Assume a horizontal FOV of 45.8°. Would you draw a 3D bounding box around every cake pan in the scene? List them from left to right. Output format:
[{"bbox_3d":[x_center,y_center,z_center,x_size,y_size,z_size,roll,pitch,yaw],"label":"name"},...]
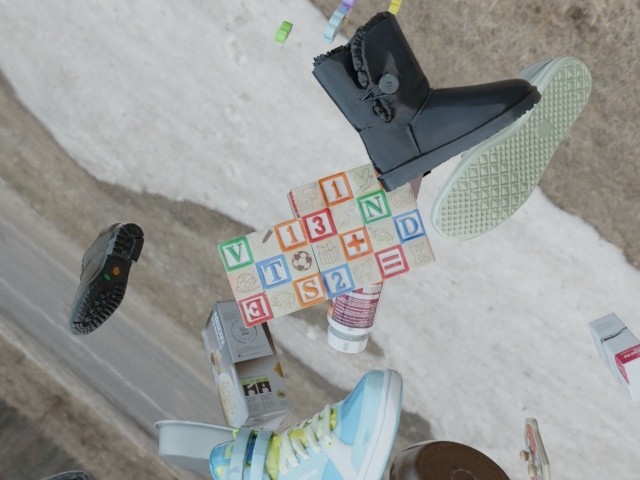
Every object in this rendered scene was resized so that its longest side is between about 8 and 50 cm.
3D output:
[{"bbox_3d":[-0.145,0.368,1.293,0.293,0.054,0.293,10,157,4],"label":"cake pan"}]

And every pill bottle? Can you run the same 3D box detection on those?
[{"bbox_3d":[0.084,0.153,1.842,0.121,0.121,0.221,24,114,28],"label":"pill bottle"}]

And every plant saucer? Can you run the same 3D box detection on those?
[{"bbox_3d":[0.194,0.341,1.047,0.198,0.198,0.036,29,120,21],"label":"plant saucer"}]

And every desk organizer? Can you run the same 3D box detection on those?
[{"bbox_3d":[0.222,-0.144,1.771,0.050,0.047,0.130,29,128,26],"label":"desk organizer"}]

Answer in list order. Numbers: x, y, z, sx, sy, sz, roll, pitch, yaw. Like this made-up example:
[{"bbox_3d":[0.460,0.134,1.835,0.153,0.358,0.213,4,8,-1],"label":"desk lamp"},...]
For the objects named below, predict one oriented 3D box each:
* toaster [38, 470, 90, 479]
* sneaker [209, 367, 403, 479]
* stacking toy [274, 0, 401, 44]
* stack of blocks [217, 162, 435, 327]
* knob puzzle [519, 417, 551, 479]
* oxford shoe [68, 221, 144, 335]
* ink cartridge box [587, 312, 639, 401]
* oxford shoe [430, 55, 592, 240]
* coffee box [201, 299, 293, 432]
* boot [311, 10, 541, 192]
[{"bbox_3d":[-0.526,0.513,1.419,0.146,0.227,0.129,-18,84,18],"label":"toaster"},{"bbox_3d":[-0.030,0.272,0.994,0.208,0.127,0.319,21,117,-3],"label":"sneaker"},{"bbox_3d":[0.039,-0.385,1.276,0.167,0.221,0.052,25,156,1],"label":"stacking toy"},{"bbox_3d":[0.000,0.000,1.138,0.087,0.297,0.171,164,87,-84],"label":"stack of blocks"},{"bbox_3d":[0.344,0.376,1.235,0.030,0.213,0.213,-7,135,7],"label":"knob puzzle"},{"bbox_3d":[-0.414,0.070,1.425,0.096,0.227,0.083,10,159,40],"label":"oxford shoe"},{"bbox_3d":[0.619,0.235,1.548,0.109,0.063,0.150,61,-174,-28],"label":"ink cartridge box"},{"bbox_3d":[0.373,-0.185,1.536,0.169,0.449,0.130,40,174,-28],"label":"oxford shoe"},{"bbox_3d":[-0.150,0.255,1.508,0.141,0.098,0.247,-57,45,50],"label":"coffee box"},{"bbox_3d":[0.135,-0.206,0.978,0.207,0.246,0.094,60,-176,-8],"label":"boot"}]
